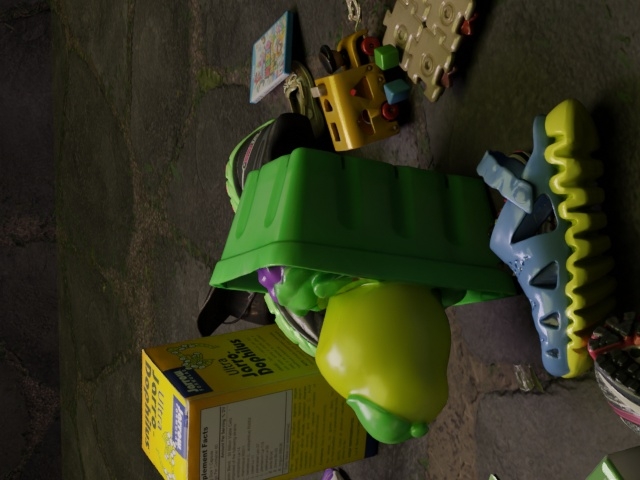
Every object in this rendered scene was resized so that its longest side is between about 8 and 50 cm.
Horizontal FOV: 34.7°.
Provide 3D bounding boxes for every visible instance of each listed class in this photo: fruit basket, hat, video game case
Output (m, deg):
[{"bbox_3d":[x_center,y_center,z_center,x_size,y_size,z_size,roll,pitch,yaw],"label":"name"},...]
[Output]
[{"bbox_3d":[0.064,0.083,1.356,0.283,0.392,0.391,-17,83,61],"label":"fruit basket"},{"bbox_3d":[-0.101,0.072,1.866,0.134,0.331,0.331,25,130,7],"label":"hat"},{"bbox_3d":[-0.089,-0.328,1.850,0.166,0.015,0.119,155,120,-63],"label":"video game case"}]

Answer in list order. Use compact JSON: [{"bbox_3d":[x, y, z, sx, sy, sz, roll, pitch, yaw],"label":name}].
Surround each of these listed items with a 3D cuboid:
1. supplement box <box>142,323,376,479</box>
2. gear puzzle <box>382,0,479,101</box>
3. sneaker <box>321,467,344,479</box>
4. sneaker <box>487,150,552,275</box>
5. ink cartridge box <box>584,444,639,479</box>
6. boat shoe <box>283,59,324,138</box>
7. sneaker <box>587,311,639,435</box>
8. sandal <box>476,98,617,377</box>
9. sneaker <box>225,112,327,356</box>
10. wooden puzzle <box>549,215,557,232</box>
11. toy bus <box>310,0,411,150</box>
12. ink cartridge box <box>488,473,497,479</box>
[{"bbox_3d":[-0.099,0.272,1.711,0.195,0.357,0.194,33,125,53],"label":"supplement box"},{"bbox_3d":[0.181,-0.367,1.369,0.175,0.044,0.338,57,140,40],"label":"gear puzzle"},{"bbox_3d":[0.013,0.492,1.893,0.071,0.068,0.169,-115,38,-56],"label":"sneaker"},{"bbox_3d":[0.245,-0.031,1.286,0.063,0.075,0.170,154,113,-68],"label":"sneaker"},{"bbox_3d":[0.356,0.391,1.167,0.201,0.117,0.278,60,144,35],"label":"ink cartridge box"},{"bbox_3d":[-0.038,-0.245,1.782,0.056,0.048,0.153,-40,62,57],"label":"boat shoe"},{"bbox_3d":[0.405,0.194,1.055,0.299,0.121,0.112,49,167,43],"label":"sneaker"},{"bbox_3d":[0.262,0.002,1.197,0.138,0.126,0.317,-8,82,31],"label":"sandal"},{"bbox_3d":[0.000,0.000,1.640,0.202,0.185,0.482,-48,64,42],"label":"sneaker"},{"bbox_3d":[0.303,0.013,1.272,0.078,0.014,0.116,57,143,44],"label":"wooden puzzle"},{"bbox_3d":[0.041,-0.232,1.536,0.191,0.104,0.202,89,156,-51],"label":"toy bus"},{"bbox_3d":[0.266,0.469,1.422,0.235,0.056,0.171,49,138,42],"label":"ink cartridge box"}]
